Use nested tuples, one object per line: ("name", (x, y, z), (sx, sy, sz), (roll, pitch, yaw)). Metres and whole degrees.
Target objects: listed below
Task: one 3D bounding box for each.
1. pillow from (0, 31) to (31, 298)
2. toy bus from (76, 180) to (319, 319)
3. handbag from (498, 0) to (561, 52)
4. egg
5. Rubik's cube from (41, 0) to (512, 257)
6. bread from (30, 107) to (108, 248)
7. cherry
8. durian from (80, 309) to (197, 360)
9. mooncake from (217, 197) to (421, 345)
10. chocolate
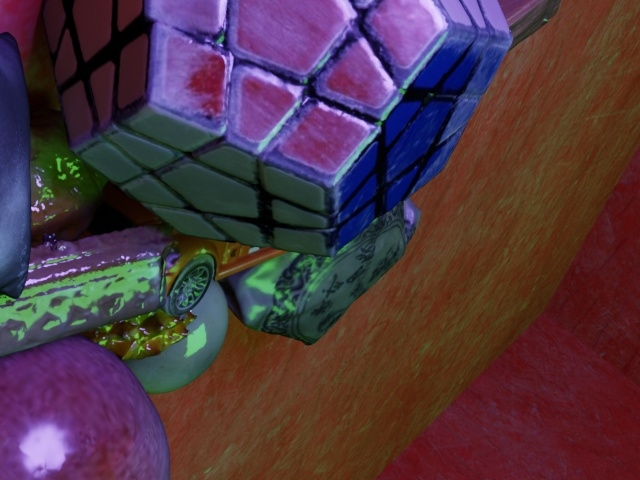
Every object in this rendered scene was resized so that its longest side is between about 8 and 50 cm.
("pillow", (-0.244, -0.058, 0.685), (0.250, 0.106, 0.185), (6, 80, -69))
("toy bus", (-0.089, -0.052, 1.077), (0.329, 0.143, 0.153), (-21, 136, -55))
("handbag", (0.157, -0.262, 1.219), (0.193, 0.151, 0.072), (-41, 163, -33))
("egg", (-0.158, 0.093, 1.227), (0.152, 0.114, 0.114), (-54, 162, 22))
("Rubik's cube", (-0.032, -0.145, 0.810), (0.319, 0.264, 0.319), (-44, 161, -19))
("bread", (-0.252, -0.013, 0.854), (0.232, 0.088, 0.128), (-29, 145, -38))
("cherry", (-0.240, 0.199, 0.920), (0.307, 0.221, 0.261), (-58, 166, -31))
("durian", (-0.172, 0.029, 1.108), (0.224, 0.140, 0.078), (-57, 159, -57))
("mooncake", (0.004, 0.004, 1.405), (0.250, 0.136, 0.254), (-48, 162, 4))
("chocolate", (-0.245, 0.055, 0.810), (0.329, 0.065, 0.102), (-17, 148, -34))
